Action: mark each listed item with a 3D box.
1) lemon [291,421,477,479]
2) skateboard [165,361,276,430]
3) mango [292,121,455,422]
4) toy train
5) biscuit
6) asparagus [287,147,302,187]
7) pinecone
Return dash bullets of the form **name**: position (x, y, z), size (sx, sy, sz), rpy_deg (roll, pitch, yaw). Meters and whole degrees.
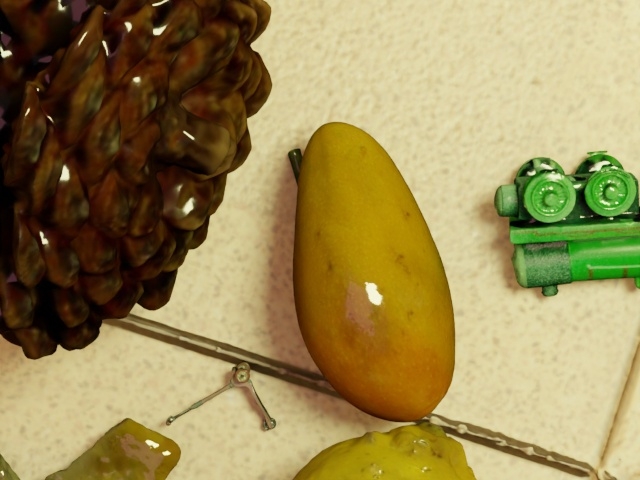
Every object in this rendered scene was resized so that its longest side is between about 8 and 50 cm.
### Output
- **lemon**: position (0.046, 0.266, 1.091), size (0.204, 0.204, 0.260), rpy_deg (19, 89, 4)
- **skateboard**: position (-0.087, 0.149, 1.190), size (0.083, 0.032, 0.063), rpy_deg (-27, 97, 1)
- **mango**: position (0.037, 0.026, 1.130), size (0.113, 0.138, 0.253), rpy_deg (-17, 86, 46)
- **toy train**: position (0.271, -0.015, 1.143), size (0.251, 0.085, 0.119), rpy_deg (-5, 104, 8)
- **biscuit**: position (-0.235, 0.211, 1.194), size (0.183, 0.039, 0.174), rpy_deg (27, 92, 3)
- **asparagus**: position (0.000, 0.000, 1.190), size (0.016, 0.016, 0.162), rpy_deg (-16, 88, -17)
- **pinecone**: position (-0.234, -0.123, 1.031), size (0.398, 0.398, 0.397), rpy_deg (0, 89, 4)
